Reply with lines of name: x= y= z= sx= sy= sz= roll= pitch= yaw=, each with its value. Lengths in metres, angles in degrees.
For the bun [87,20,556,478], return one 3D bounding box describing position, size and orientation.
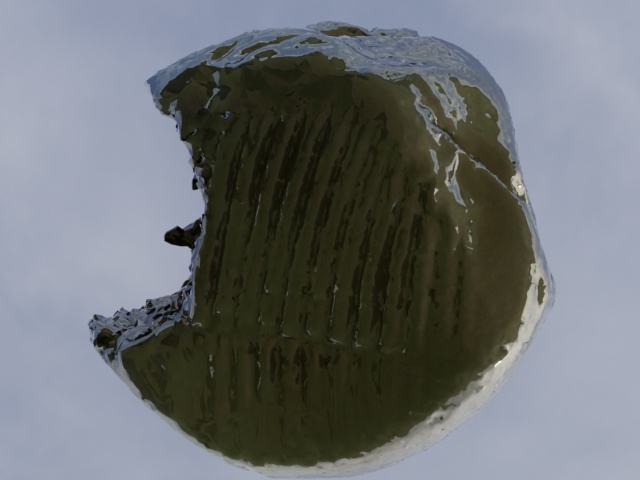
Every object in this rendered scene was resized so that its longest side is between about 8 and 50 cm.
bun: x=0.015 y=0.001 z=1.209 sx=0.281 sy=0.205 sz=0.281 roll=3 pitch=-77 yaw=13
